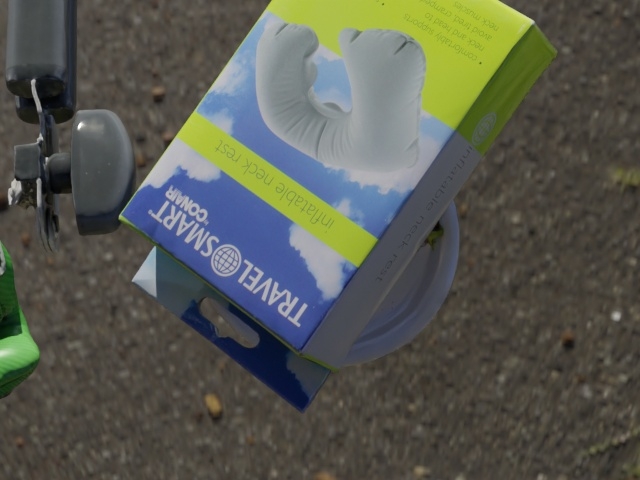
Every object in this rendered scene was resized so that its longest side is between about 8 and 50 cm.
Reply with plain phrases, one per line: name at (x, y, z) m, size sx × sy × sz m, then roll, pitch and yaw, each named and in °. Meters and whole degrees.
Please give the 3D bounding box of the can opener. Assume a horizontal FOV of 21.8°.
can opener at (-0.187, -0.118, 1.205) m, size 0.093 × 0.074 × 0.280 m, roll -6°, pitch 64°, yaw -4°

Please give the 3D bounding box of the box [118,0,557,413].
box at (0.000, -0.033, 0.672) m, size 0.109 × 0.042 × 0.178 m, roll 35°, pitch 91°, yaw 28°

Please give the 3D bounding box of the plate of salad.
plate of salad at (0.000, 0.000, 1.195) m, size 0.200 × 0.199 × 0.048 m, roll 11°, pitch 15°, yaw 7°

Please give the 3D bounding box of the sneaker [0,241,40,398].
sneaker at (-0.191, -0.005, 0.557) m, size 0.146 × 0.343 × 0.134 m, roll -17°, pitch 75°, yaw 0°
